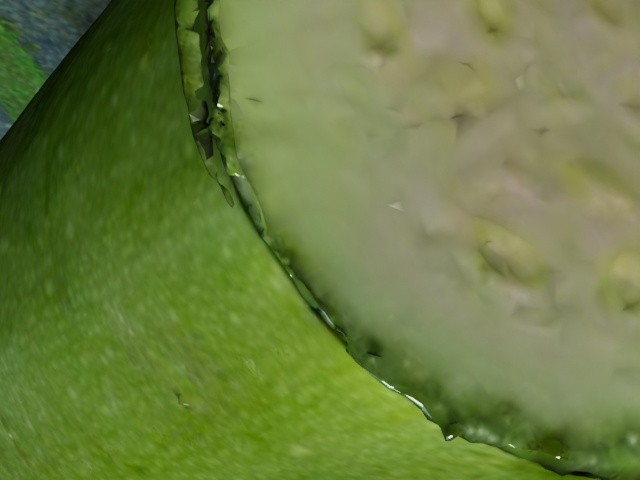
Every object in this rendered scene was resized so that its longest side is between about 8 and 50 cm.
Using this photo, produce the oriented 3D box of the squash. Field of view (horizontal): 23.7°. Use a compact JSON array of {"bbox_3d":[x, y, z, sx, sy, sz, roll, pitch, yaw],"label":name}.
[{"bbox_3d":[0.000,0.000,0.620,0.263,0.263,0.384,28,153,-16],"label":"squash"}]
